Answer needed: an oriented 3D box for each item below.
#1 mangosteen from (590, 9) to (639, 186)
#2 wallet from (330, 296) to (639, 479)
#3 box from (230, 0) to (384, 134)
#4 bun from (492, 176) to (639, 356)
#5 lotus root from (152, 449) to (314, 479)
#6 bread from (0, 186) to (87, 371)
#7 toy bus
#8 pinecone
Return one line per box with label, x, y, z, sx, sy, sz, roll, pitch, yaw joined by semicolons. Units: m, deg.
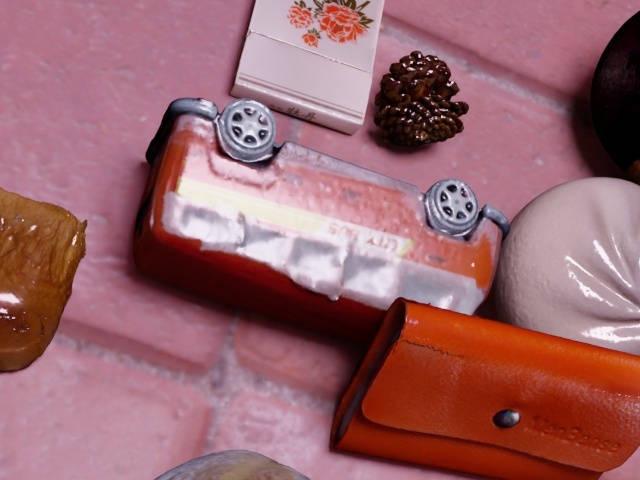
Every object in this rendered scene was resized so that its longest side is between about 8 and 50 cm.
mangosteen;0.329;-0.085;0.828;0.211;0.211;0.250;6;98;-18
wallet;0.123;0.116;0.687;0.204;0.142;0.045;14;37;-14
box;-0.002;-0.190;0.830;0.109;0.029;0.198;17;63;-13
bun;0.220;0.036;0.742;0.173;0.120;0.172;2;86;-31
lotus root;-0.126;0.238;0.532;0.322;0.158;0.140;-32;85;-23
bread;-0.225;0.012;0.654;0.129;0.044;0.126;23;61;-7
toy bus;0.000;0.000;0.704;0.265;0.121;0.119;19;67;-15
pinecone;0.079;-0.114;0.803;0.077;0.077;0.083;3;56;-19
